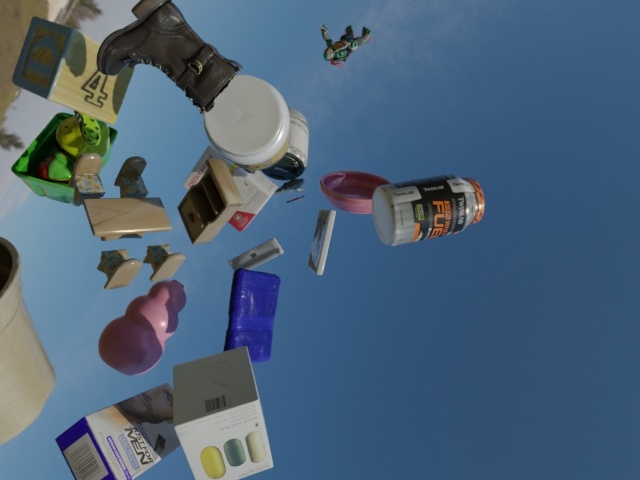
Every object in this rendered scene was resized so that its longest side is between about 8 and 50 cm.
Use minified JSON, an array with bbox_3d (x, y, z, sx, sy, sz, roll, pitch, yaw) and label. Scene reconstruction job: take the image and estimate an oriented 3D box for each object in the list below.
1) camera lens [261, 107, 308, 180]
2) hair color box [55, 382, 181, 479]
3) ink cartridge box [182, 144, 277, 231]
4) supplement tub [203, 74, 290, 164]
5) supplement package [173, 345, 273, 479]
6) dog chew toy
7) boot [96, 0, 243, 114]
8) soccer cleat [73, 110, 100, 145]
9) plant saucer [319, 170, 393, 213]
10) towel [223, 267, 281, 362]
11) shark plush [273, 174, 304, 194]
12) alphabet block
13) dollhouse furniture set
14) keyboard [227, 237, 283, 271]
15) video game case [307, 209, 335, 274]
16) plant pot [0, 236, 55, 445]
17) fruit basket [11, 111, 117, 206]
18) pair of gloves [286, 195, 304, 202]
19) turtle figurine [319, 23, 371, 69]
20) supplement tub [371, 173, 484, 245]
[{"bbox_3d":[-0.164,-0.425,1.845,0.219,0.219,0.275,-21,-126,37],"label":"camera lens"},{"bbox_3d":[-0.494,0.520,1.097,0.110,0.339,0.185,-37,-102,5],"label":"hair color box"},{"bbox_3d":[-0.365,-0.220,1.676,0.226,0.306,0.131,-46,-168,26],"label":"ink cartridge box"},{"bbox_3d":[-0.208,-0.338,1.220,0.241,0.240,0.331,-59,-175,4],"label":"supplement tub"},{"bbox_3d":[-0.253,0.461,1.079,0.198,0.199,0.263,-124,-155,-57],"label":"supplement package"},{"bbox_3d":[-0.580,0.278,1.389,0.206,0.207,0.332,10,-120,48],"label":"dog chew toy"},{"bbox_3d":[-0.324,-0.365,0.881,0.262,0.229,0.091,-28,-152,29],"label":"boot"},{"bbox_3d":[-0.789,-0.408,1.383,0.072,0.060,0.179,20,-52,55],"label":"soccer cleat"},{"bbox_3d":[0.156,-0.201,1.737,0.332,0.331,0.084,43,-45,48],"label":"plant saucer"},{"bbox_3d":[-0.219,0.253,1.374,0.076,0.227,0.309,1,-99,26],"label":"towel"},{"bbox_3d":[-0.146,-0.237,1.783,0.161,0.073,0.067,-11,-169,1],"label":"shark plush"},{"bbox_3d":[-0.681,-0.464,1.146,0.192,0.197,0.194,27,-84,23],"label":"alphabet block"},{"bbox_3d":[-0.474,-0.101,1.232,0.256,0.393,0.363,-41,-112,37],"label":"dollhouse furniture set"},{"bbox_3d":[-0.264,0.067,1.656,0.255,0.072,0.014,-26,-171,26],"label":"keyboard"},{"bbox_3d":[0.000,0.000,1.041,0.143,0.019,0.158,-159,-99,-78],"label":"video game case"},{"bbox_3d":[-0.648,0.206,0.724,0.334,0.333,0.306,-126,-153,-46],"label":"plant pot"},{"bbox_3d":[-0.947,-0.359,1.575,0.392,0.282,0.393,-164,-90,-80],"label":"fruit basket"},{"bbox_3d":[-0.118,-0.196,1.955,0.083,0.074,0.010,-10,-76,37],"label":"pair of gloves"},{"bbox_3d":[0.070,-0.700,1.466,0.175,0.118,0.234,36,-126,16],"label":"turtle figurine"},{"bbox_3d":[0.337,-0.102,1.306,0.315,0.194,0.194,-11,-132,-10],"label":"supplement tub"}]
